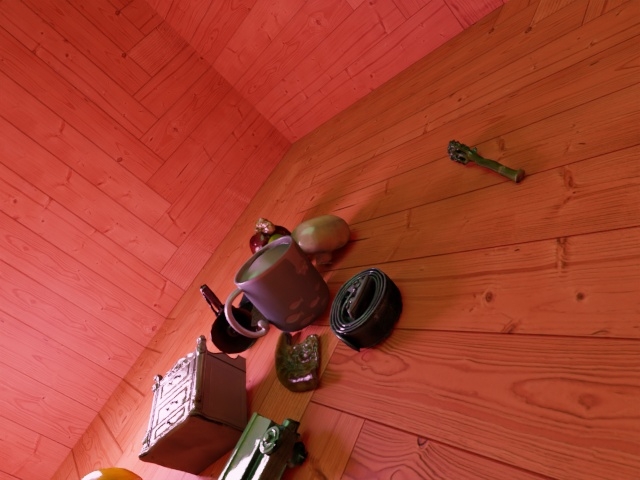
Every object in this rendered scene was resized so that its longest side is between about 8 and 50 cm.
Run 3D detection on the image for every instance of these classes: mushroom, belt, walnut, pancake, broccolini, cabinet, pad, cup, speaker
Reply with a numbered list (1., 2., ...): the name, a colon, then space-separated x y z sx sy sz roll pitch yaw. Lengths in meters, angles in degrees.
1. mushroom: 0.000 0.000 1.683 0.246 0.202 0.246 -7 3 0
2. belt: 0.125 0.199 1.195 0.207 0.116 0.267 -26 28 35
3. walnut: -0.264 0.005 2.071 0.222 0.243 0.269 -40 15 -25
4. pancake: -0.077 0.383 1.352 0.197 0.054 0.377 -52 23 -13
5. broccolini: 0.525 -0.255 1.311 0.074 0.078 0.392 -36 30 3
6. cabinet: -0.420 0.554 1.404 0.290 0.227 0.318 -42 33 18
7. pad: -0.210 0.275 1.733 0.158 0.003 0.235 -12 26 -1
8. cup: -0.157 0.198 1.452 0.357 0.274 0.259 -43 19 -17
9. speaker: -0.437 0.342 1.814 0.198 0.259 0.329 -64 24 -5

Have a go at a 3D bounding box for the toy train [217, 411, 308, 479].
1. toy train: -0.162 0.598 1.062 0.202 0.120 0.300 -18 36 55

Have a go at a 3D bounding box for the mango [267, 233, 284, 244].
1. mango: -0.156 0.118 1.677 0.143 0.293 0.175 -9 20 -13

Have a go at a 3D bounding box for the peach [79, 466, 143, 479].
1. peach: -0.704 0.928 1.348 0.308 0.289 0.289 33 79 29

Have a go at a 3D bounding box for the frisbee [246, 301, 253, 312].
1. frisbee: -0.303 0.282 1.912 0.188 0.012 0.210 -1 80 44

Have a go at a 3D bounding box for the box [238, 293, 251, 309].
1. box: -0.320 0.236 2.059 0.160 0.050 0.230 -32 27 35
